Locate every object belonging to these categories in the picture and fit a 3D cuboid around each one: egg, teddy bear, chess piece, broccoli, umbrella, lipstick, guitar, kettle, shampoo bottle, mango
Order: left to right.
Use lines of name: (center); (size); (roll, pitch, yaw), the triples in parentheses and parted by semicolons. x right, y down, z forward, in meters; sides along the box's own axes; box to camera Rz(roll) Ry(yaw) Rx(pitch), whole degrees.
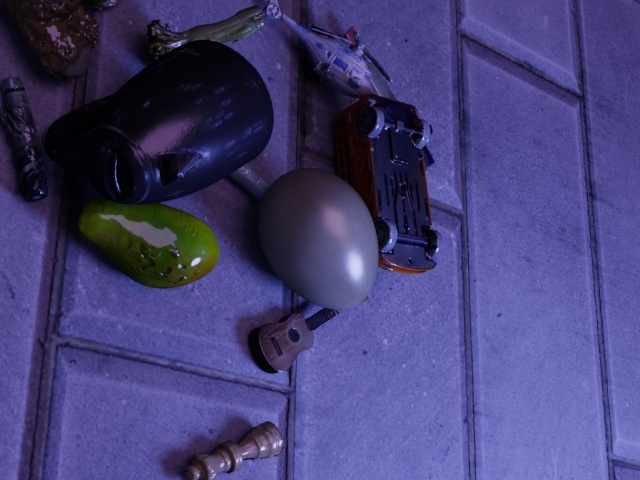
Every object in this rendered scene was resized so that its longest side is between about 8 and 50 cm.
umbrella: (-0.432, -0.149, 1.602); (0.050, 0.046, 0.188); (4, 71, -59)
teddy bear: (-0.376, -0.405, 1.677); (0.256, 0.156, 0.267); (-43, 144, -42)
mango: (-0.261, 0.002, 1.661); (0.233, 0.111, 0.125); (17, 60, -34)
kettle: (-0.258, -0.159, 1.643); (0.290, 0.268, 0.207); (-41, 138, -45)
broccoli: (-0.187, -0.328, 1.807); (0.204, 0.122, 0.118); (-21, 83, -1)
shampoo bottle: (-0.157, -0.142, 1.858); (0.191, 0.041, 0.069); (44, 51, -22)
chess piece: (-0.136, 0.331, 1.693); (0.172, 0.060, 0.060); (-17, 86, -42)
guitar: (-0.014, 0.140, 1.885); (0.271, 0.038, 0.083); (-30, 96, -42)
egg: (0.000, 0.000, 1.847); (0.188, 0.189, 0.253); (-35, 101, -44)
lipstick: (0.120, -0.271, 2.161); (0.051, 0.051, 0.312); (-36, 97, -43)

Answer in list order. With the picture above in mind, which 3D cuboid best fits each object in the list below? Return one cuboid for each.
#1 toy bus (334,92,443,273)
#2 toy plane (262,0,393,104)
toy bus: (0.115, -0.092, 2.015); (0.143, 0.153, 0.329); (9, 67, -39)
toy plane: (-0.002, -0.356, 2.028); (0.273, 0.182, 0.107); (36, 85, -26)
